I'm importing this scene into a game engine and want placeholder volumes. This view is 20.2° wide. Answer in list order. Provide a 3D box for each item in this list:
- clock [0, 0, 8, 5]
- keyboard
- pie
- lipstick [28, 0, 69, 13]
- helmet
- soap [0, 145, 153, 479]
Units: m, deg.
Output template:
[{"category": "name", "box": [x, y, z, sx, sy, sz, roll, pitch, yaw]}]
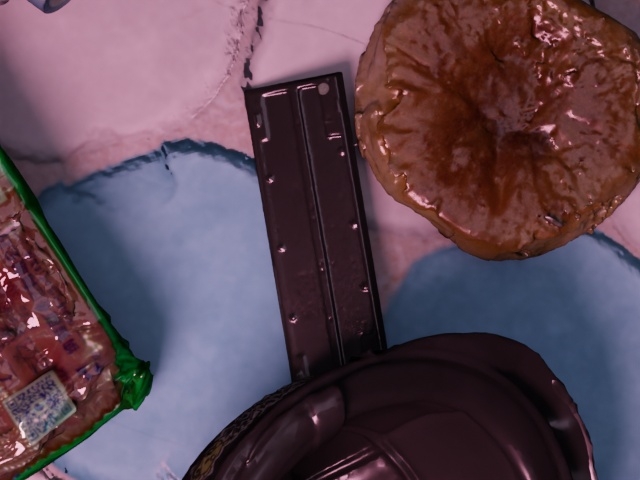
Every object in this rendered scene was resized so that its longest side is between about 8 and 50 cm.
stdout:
[{"category": "clock", "box": [-0.304, -0.179, 0.971, 0.247, 0.227, 0.090, 15, 101, 11]}, {"category": "keyboard", "box": [0.000, 0.000, 1.109, 0.067, 0.011, 0.202, -10, 86, 14]}, {"category": "pie", "box": [0.114, -0.078, 1.120, 0.195, 0.046, 0.195, 0, 87, -4]}, {"category": "lipstick", "box": [-0.251, -0.245, 1.086, 0.274, 0.061, 0.068, 40, 105, 4]}, {"category": "helmet", "box": [0.017, 0.176, 1.026, 0.279, 0.160, 0.230, -43, 107, -27]}, {"category": "soap", "box": [-0.230, 0.016, 1.045, 0.217, 0.098, 0.273, -32, 89, -8]}]
